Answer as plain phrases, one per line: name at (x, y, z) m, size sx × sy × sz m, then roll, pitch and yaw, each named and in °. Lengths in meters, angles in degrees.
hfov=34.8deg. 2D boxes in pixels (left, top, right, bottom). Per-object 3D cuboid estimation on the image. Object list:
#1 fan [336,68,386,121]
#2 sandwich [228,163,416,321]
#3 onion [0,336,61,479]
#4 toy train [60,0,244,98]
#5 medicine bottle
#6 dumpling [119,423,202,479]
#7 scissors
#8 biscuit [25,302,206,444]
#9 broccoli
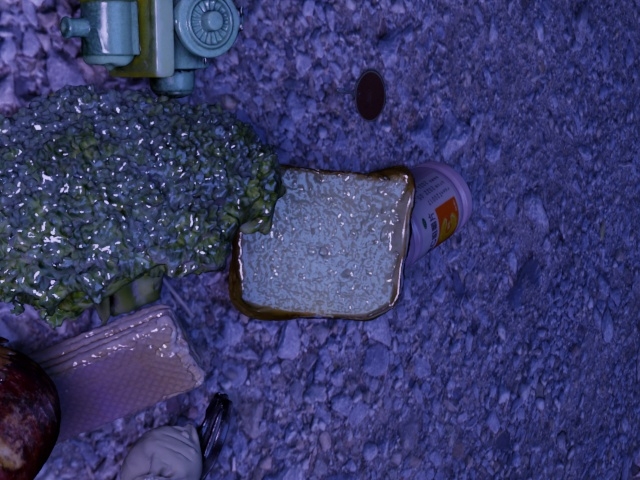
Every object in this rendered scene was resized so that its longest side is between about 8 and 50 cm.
fan at (0.065, -0.231, 1.615) m, size 0.133 × 0.005 × 0.085 m, roll -3°, pitch 99°, yaw -51°
sandwich at (0.000, 0.000, 1.426) m, size 0.251 × 0.087 × 0.226 m, roll 2°, pitch 93°, yaw -16°
onion at (-0.368, 0.198, 0.982) m, size 0.190 × 0.246 × 0.246 m, roll 54°, pitch 55°, yaw -23°
toy train at (-0.212, -0.344, 1.160) m, size 0.237 × 0.150 × 0.369 m, roll -10°, pitch 103°, yaw -41°
medicine bottle at (0.125, -0.027, 1.624) m, size 0.249 × 0.133 × 0.133 m, roll -30°, pitch 119°, yaw -44°
dumpling at (-0.210, 0.310, 1.301) m, size 0.100 × 0.169 × 0.134 m, roll 22°, pitch 109°, yaw -15°
scissors at (-0.182, 0.348, 1.367) m, size 0.022 × 0.109 × 0.300 m, roll 23°, pitch 89°, yaw -16°
biscuit at (-0.256, 0.153, 1.144) m, size 0.239 × 0.062 × 0.108 m, roll -22°, pitch 126°, yaw 3°
broccoli at (-0.227, -0.048, 1.106) m, size 0.375 × 0.302 × 0.249 m, roll -23°, pitch 89°, yaw -18°
